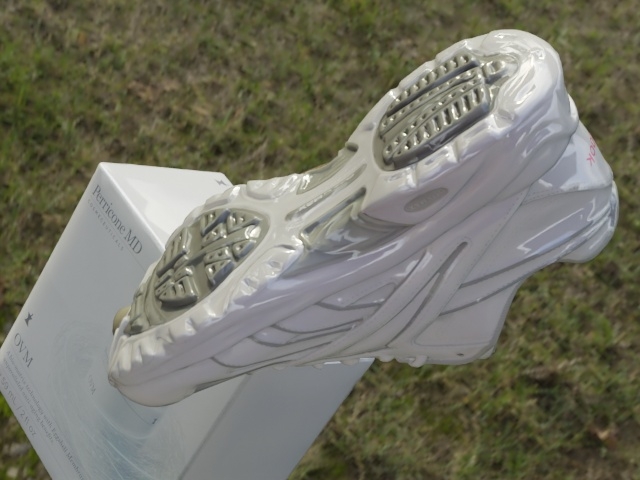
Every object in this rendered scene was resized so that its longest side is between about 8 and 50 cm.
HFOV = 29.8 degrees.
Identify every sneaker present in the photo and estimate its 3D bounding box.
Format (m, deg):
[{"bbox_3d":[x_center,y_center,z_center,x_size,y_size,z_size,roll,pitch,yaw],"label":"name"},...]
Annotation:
[{"bbox_3d":[0.017,0.022,0.484,0.115,0.232,0.090,47,29,-29],"label":"sneaker"}]

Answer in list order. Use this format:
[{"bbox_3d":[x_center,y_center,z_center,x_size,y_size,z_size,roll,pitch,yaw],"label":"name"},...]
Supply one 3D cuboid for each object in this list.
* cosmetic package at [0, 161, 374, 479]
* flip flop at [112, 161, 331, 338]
[{"bbox_3d":[-0.116,0.096,0.934,0.138,0.225,0.224,4,37,-49],"label":"cosmetic package"},{"bbox_3d":[0.000,0.000,0.690,0.112,0.277,0.080,26,48,-60],"label":"flip flop"}]
